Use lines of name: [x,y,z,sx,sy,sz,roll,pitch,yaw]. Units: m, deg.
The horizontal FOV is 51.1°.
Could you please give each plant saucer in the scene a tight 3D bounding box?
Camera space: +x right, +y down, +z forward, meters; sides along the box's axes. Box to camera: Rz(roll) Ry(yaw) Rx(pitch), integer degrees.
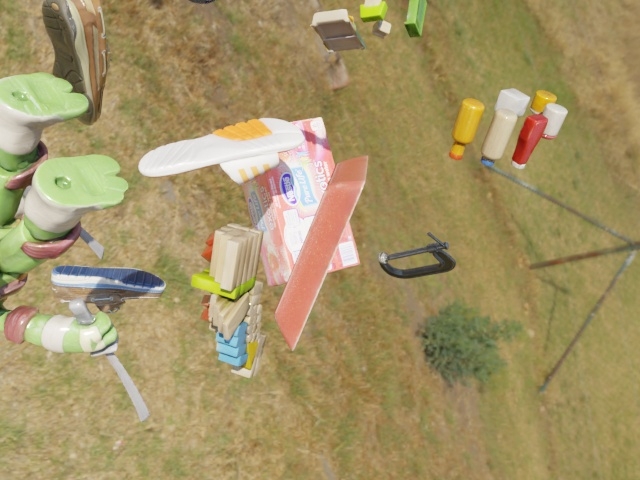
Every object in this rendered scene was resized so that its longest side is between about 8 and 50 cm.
plant saucer: [0.000,0.000,1.005,0.047,0.259,0.258,22,16,-1]

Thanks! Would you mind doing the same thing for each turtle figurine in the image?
turtle figurine: [-0.235,-0.002,0.610,0.274,0.266,0.198,21,42,-24]

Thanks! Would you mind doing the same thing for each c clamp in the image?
c clamp: [0.167,0.029,1.187,0.137,0.160,0.022,31,54,-38]

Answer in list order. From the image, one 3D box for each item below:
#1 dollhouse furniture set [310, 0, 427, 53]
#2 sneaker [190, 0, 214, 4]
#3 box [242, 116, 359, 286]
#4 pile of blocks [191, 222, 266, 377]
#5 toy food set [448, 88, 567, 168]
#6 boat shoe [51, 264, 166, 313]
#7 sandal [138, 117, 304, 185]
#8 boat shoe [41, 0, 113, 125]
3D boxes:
dollhouse furniture set: [0.067,-0.313,0.935,0.076,0.151,0.059,40,56,-58]
sneaker: [-0.183,-0.413,0.913,0.226,0.163,0.086,29,67,-40]
box: [-0.053,-0.072,1.321,0.154,0.142,0.300,-15,89,-27]
pile of blocks: [-0.179,0.122,1.202,0.149,0.112,0.362,-57,156,-48]
toy food set: [0.339,-0.193,1.183,0.232,0.105,0.111,-17,45,-37]
boat shoe: [-0.353,0.083,1.119,0.066,0.183,0.066,-103,-159,-69]
sandal: [-0.155,-0.129,1.082,0.102,0.265,0.076,-112,-169,-51]
boat shoe: [-0.508,-0.395,1.462,0.122,0.324,0.120,37,54,16]
